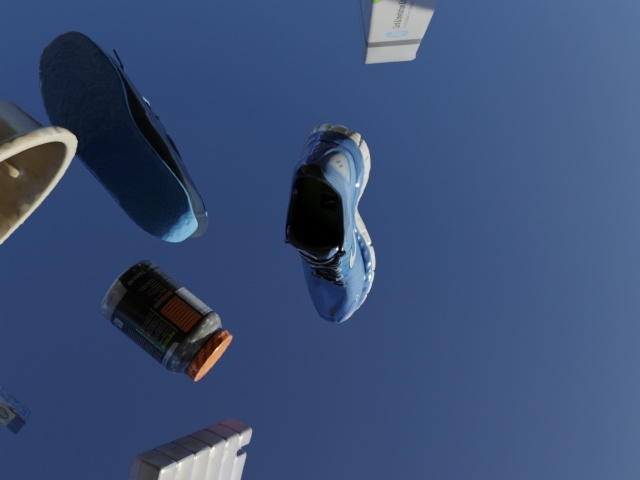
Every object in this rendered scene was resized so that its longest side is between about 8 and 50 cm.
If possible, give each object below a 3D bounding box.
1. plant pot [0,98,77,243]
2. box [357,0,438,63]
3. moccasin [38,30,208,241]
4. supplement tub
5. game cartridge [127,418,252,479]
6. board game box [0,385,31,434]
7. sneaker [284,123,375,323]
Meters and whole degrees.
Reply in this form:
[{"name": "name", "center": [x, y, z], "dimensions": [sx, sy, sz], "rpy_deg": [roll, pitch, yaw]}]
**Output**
[{"name": "plant pot", "center": [-0.446, -0.089, 0.564], "dimensions": [0.305, 0.334, 0.334], "rpy_deg": [47, -125, -9]}, {"name": "box", "center": [0.035, -0.184, 0.341], "dimensions": [0.038, 0.186, 0.145], "rpy_deg": [-6, -88, 1]}, {"name": "moccasin", "center": [-0.277, -0.131, 0.919], "dimensions": [0.138, 0.117, 0.342], "rpy_deg": [-32, -101, 7]}, {"name": "supplement tub", "center": [-0.241, 0.129, 1.047], "dimensions": [0.190, 0.117, 0.117], "rpy_deg": [38, -125, 7]}, {"name": "game cartridge", "center": [-0.209, 0.436, 0.897], "dimensions": [0.068, 0.230, 0.355], "rpy_deg": [16, -86, 29]}, {"name": "board game box", "center": [-0.400, 0.196, 0.815], "dimensions": [0.090, 0.090, 0.020], "rpy_deg": [45, -108, -11]}, {"name": "sneaker", "center": [0.000, 0.000, 0.989], "dimensions": [0.130, 0.330, 0.147], "rpy_deg": [10, -143, 23]}]
